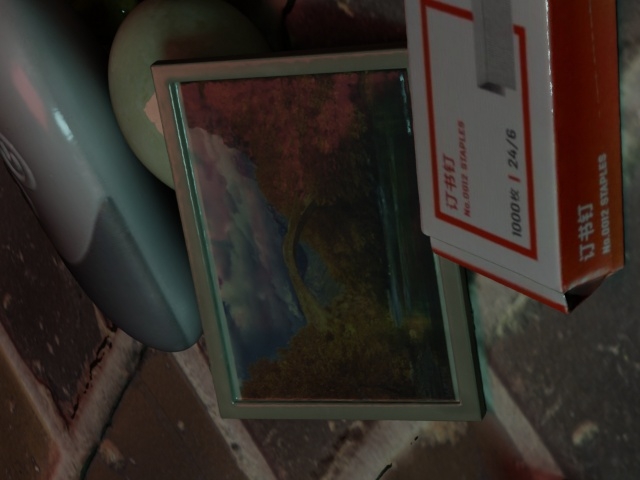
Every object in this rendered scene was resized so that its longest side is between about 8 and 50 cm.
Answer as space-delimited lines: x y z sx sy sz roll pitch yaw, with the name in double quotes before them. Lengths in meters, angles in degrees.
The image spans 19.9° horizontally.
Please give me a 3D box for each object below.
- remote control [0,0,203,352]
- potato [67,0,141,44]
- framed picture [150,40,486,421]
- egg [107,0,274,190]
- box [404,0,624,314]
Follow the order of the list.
"remote control" -0.171 -0.058 1.322 0.332 0.103 0.221 64 174 -34
"potato" -0.159 -0.167 1.351 0.092 0.046 0.045 -12 90 50
"framed picture" 0.000 0.000 1.137 0.184 0.016 0.250 -1 112 20
"egg" -0.078 -0.093 1.200 0.152 0.114 0.114 61 149 7
"box" 0.103 -0.085 0.984 0.123 0.050 0.229 28 131 48
